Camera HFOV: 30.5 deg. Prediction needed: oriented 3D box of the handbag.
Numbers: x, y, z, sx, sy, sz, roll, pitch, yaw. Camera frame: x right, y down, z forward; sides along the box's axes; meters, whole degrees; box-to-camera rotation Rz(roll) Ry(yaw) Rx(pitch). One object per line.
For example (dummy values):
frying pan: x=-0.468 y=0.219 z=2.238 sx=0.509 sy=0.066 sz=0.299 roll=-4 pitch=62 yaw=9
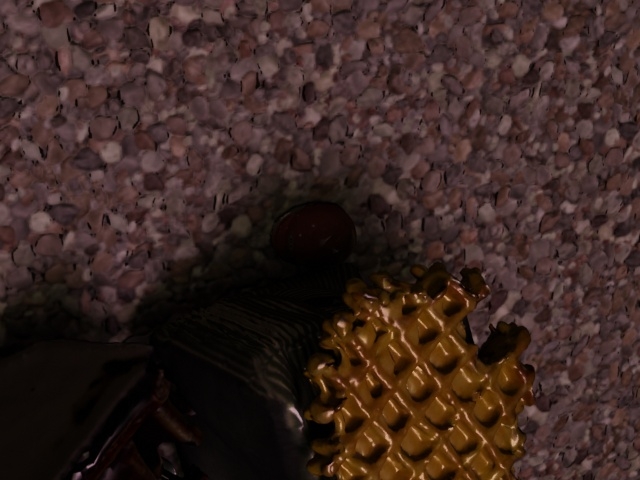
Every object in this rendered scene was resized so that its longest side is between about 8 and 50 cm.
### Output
handbag: x=0.014 y=0.187 z=1.100 sx=0.240 sy=0.247 sz=0.341 roll=-27 pitch=120 yaw=-31

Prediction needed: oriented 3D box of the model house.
model house: x=-0.242 y=0.257 z=1.028 sx=0.317 sy=0.297 sz=0.282 roll=-54 pitch=136 yaw=-22

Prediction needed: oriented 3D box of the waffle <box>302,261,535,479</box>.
waffle: x=0.086 y=0.133 z=0.968 sx=0.231 sy=0.051 sz=0.229 roll=-1 pitch=94 yaw=-33

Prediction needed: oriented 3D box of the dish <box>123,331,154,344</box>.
dish: x=-0.172 y=0.155 z=1.111 sx=0.091 sy=0.039 sz=0.137 roll=16 pitch=103 yaw=-29

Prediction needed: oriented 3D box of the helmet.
helmet: x=-0.001 y=0.001 z=1.118 sx=0.084 sy=0.049 sz=0.065 roll=-12 pitch=116 yaw=-20

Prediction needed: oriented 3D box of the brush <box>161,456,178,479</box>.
brush: x=-0.165 y=0.348 z=1.159 sx=0.068 sy=0.060 sz=0.297 roll=-1 pitch=97 yaw=-5
